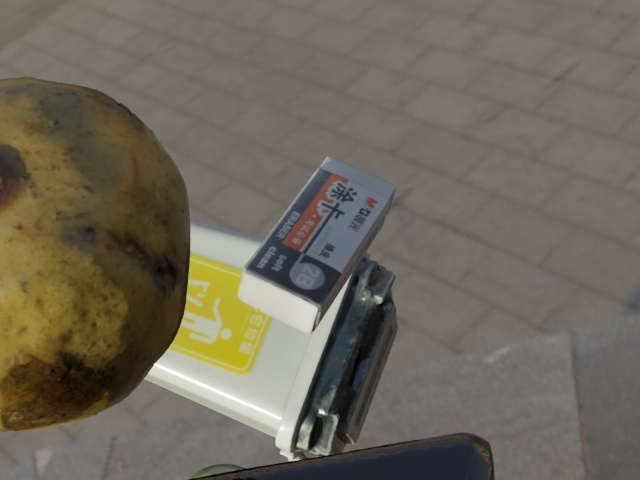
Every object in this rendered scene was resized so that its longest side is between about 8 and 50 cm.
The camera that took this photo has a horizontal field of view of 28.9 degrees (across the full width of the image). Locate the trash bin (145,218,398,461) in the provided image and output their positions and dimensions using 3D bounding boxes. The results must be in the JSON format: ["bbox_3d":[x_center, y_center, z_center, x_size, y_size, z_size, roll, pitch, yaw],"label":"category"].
[{"bbox_3d":[-0.104,0.107,1.502,0.368,0.296,0.255,18,79,10],"label":"trash bin"}]

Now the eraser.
[{"bbox_3d":[0.000,0.000,0.746,0.052,0.029,0.122,25,46,9],"label":"eraser"}]

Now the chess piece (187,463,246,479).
[{"bbox_3d":[-0.022,0.295,1.110,0.251,0.144,0.144,30,53,2],"label":"chess piece"}]

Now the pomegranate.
[{"bbox_3d":[-0.236,0.013,0.963,0.281,0.281,0.281,-17,36,13],"label":"pomegranate"}]

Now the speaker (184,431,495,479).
[{"bbox_3d":[-0.045,0.280,0.892,0.389,0.180,0.184,-10,19,-2],"label":"speaker"}]
